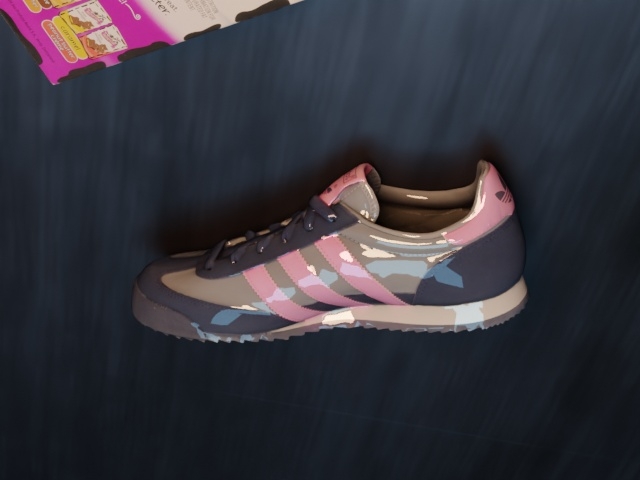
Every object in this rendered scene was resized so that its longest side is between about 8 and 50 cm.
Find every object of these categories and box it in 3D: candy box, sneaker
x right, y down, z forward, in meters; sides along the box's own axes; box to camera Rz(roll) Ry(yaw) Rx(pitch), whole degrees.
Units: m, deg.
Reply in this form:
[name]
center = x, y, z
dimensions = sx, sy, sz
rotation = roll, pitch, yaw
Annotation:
[candy box]
center = -0.106, -0.208, 0.785
dimensions = 0.233, 0.071, 0.159
rotation = -14, 132, 19
[sneaker]
center = 0.000, 0.000, 0.979
dimensions = 0.318, 0.112, 0.131
rotation = -5, 118, 6
